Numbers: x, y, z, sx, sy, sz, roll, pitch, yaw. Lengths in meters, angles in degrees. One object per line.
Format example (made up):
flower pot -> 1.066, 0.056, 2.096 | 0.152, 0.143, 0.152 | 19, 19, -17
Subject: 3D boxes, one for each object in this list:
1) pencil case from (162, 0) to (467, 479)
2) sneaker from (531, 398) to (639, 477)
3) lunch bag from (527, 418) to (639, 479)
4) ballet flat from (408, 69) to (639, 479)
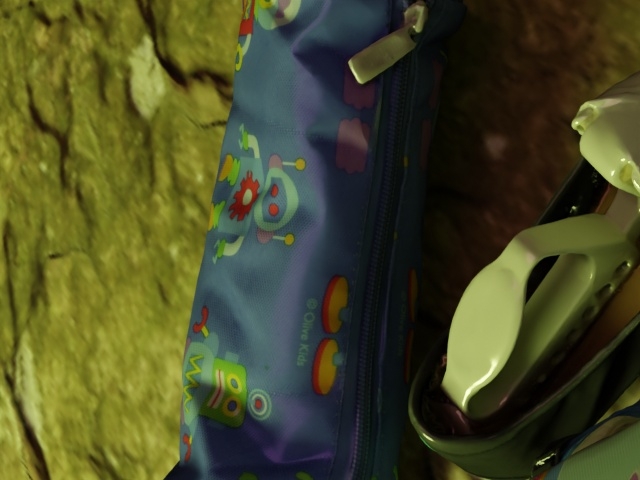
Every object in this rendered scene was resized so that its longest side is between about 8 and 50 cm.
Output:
pencil case -> 0.000, 0.000, 0.715 | 0.133, 0.119, 0.306 | 4, 84, 64
sneaker -> 0.117, 0.104, 0.577 | 0.058, 0.152, 0.084 | 50, 122, 8
lunch bag -> 0.145, 0.153, 0.401 | 0.108, 0.224, 0.279 | -60, 5, -34
ballet flat -> 0.133, -0.003, 0.615 | 0.095, 0.096, 0.280 | 47, 112, 37
